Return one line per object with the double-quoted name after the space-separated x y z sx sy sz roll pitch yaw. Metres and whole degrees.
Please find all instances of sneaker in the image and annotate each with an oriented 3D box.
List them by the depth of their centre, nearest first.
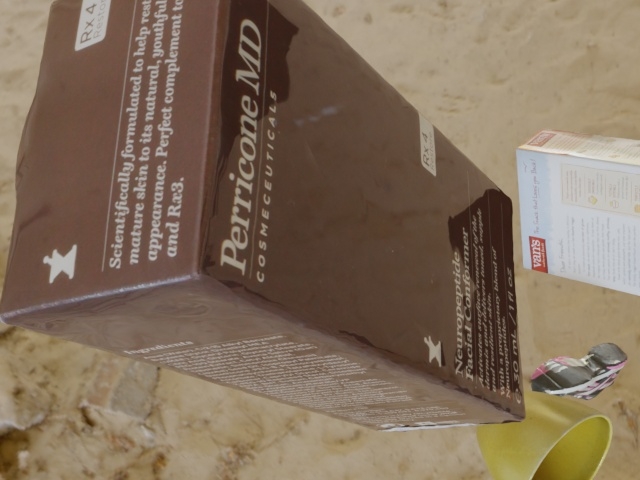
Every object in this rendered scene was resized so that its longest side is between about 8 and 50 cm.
0.425 0.234 1.408 0.178 0.077 0.072 -11 34 -19 "sneaker"

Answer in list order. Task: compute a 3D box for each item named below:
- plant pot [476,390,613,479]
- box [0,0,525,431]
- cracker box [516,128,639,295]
0.218 0.208 0.884 0.134 0.134 0.095 -43 47 -11 "plant pot"
0.000 0.000 0.560 0.143 0.381 0.191 -13 65 32 "box"
0.330 -0.026 0.922 0.232 0.155 0.067 15 37 38 "cracker box"
